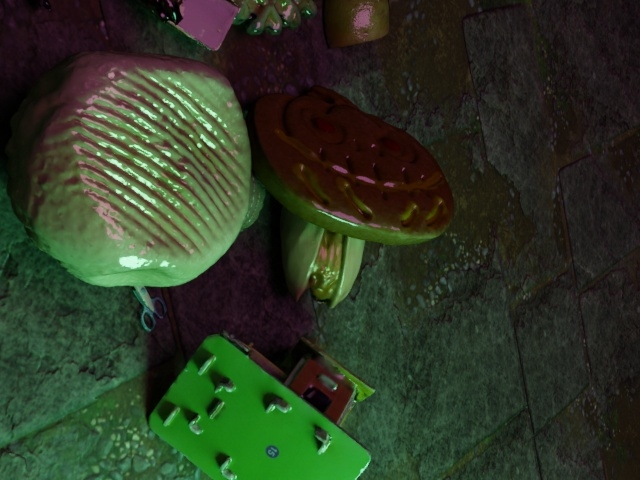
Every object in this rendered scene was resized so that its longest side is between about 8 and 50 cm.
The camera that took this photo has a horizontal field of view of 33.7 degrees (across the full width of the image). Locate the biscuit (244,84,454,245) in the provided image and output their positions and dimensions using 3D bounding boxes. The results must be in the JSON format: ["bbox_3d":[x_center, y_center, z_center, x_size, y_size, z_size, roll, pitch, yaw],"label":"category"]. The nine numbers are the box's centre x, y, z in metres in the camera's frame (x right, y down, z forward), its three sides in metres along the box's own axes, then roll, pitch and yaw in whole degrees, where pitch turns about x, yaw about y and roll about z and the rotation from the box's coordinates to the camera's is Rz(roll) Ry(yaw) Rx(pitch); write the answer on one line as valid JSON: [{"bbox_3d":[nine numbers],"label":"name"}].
[{"bbox_3d":[0.051,-0.144,1.802,0.394,0.070,0.350,6,48,-34],"label":"biscuit"}]

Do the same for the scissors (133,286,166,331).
[{"bbox_3d":[-0.269,0.080,1.590,0.058,0.014,0.119,-54,130,-42],"label":"scissors"}]

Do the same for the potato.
[{"bbox_3d":[0.063,-0.439,1.963,0.120,0.081,0.149,-35,115,-48],"label":"potato"}]

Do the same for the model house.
[{"bbox_3d":[-0.092,0.302,1.718,0.300,0.340,0.323,37,22,3],"label":"model house"}]

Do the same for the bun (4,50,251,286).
[{"bbox_3d":[-0.267,-0.103,1.437,0.349,0.227,0.352,45,58,-40],"label":"bun"}]

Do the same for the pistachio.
[{"bbox_3d":[0.000,0.000,1.828,0.157,0.157,0.229,13,82,-49],"label":"pistachio"}]

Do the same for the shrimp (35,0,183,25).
[{"bbox_3d":[-0.319,-0.390,1.508,0.290,0.054,0.222,46,57,-27],"label":"shrimp"}]

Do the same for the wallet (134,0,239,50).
[{"bbox_3d":[-0.215,-0.374,1.639,0.176,0.026,0.095,30,77,-31],"label":"wallet"}]

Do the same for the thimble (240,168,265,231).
[{"bbox_3d":[-0.138,-0.067,1.702,0.062,0.084,0.110,16,88,-47],"label":"thimble"}]

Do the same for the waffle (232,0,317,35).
[{"bbox_3d":[-0.109,-0.500,1.777,0.292,0.056,0.309,-17,104,-50],"label":"waffle"}]
